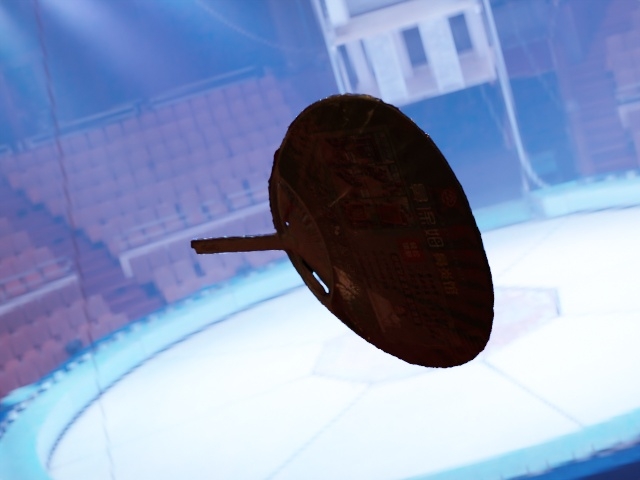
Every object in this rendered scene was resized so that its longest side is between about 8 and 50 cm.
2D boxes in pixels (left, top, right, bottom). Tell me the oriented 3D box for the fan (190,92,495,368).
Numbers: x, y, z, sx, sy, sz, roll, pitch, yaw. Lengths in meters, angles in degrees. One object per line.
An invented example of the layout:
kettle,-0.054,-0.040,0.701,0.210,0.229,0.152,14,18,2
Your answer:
fan,0.009,-0.022,0.874,0.294,0.223,0.012,26,44,27
